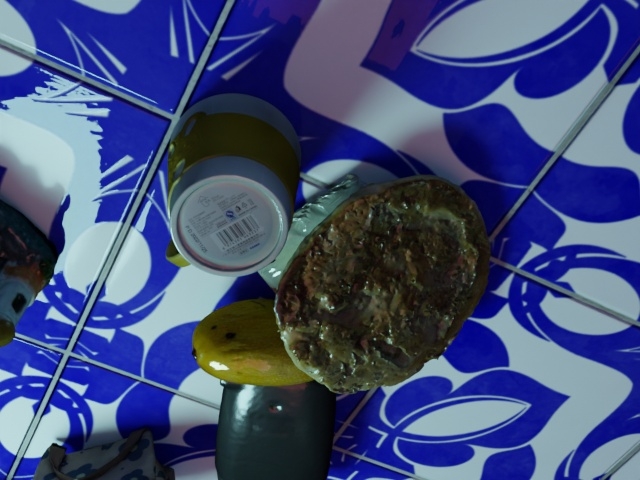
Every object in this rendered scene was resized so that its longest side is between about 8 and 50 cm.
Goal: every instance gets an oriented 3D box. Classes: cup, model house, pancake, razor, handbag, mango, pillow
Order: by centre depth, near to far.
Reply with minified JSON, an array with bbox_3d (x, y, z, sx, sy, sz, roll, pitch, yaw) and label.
[{"bbox_3d":[-0.131,-0.051,1.138,0.185,0.226,0.241,32,113,-20],"label":"cup"},{"bbox_3d":[-0.536,0.071,1.202,0.184,0.291,0.253,-24,122,23],"label":"model house"},{"bbox_3d":[0.098,0.071,1.255,0.356,0.065,0.356,-9,115,-20],"label":"pancake"},{"bbox_3d":[0.000,0.000,1.281,0.229,0.051,0.128,-33,116,22],"label":"pillow"},{"bbox_3d":[-0.070,0.153,1.335,0.262,0.157,0.109,-5,120,-14],"label":"mango"},{"bbox_3d":[-0.079,0.329,1.483,0.204,0.113,0.349,5,126,0],"label":"razor"},{"bbox_3d":[-0.382,0.459,1.535,0.251,0.193,0.190,-12,131,7],"label":"handbag"}]
